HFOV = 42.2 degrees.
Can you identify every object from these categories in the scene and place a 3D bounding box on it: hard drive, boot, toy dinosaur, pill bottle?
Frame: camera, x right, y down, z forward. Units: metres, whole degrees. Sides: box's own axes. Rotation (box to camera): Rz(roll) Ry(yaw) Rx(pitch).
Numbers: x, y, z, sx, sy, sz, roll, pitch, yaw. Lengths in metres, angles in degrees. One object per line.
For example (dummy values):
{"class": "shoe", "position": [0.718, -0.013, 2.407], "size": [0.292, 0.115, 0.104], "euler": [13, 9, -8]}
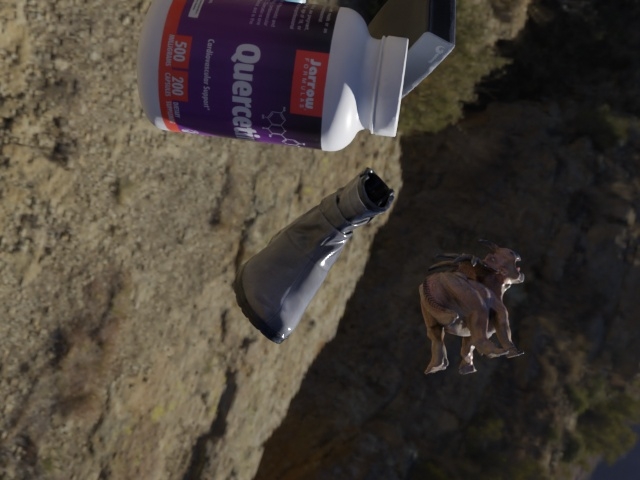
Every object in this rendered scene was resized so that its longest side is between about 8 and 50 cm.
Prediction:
{"class": "hard drive", "position": [0.130, -0.320, 1.338], "size": [0.255, 0.054, 0.171], "euler": [145, -46, -59]}
{"class": "boot", "position": [0.000, 0.000, 1.263], "size": [0.118, 0.223, 0.338], "euler": [45, 25, -15]}
{"class": "toy dinosaur", "position": [0.207, 0.087, 1.229], "size": [0.296, 0.127, 0.200], "euler": [13, 59, -57]}
{"class": "pill bottle", "position": [-0.057, -0.214, 1.058], "size": [0.181, 0.323, 0.181], "euler": [8, 90, -85]}

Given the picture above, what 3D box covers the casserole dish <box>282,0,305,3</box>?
{"class": "casserole dish", "position": [-0.052, -0.365, 1.150], "size": [0.188, 0.037, 0.114], "euler": [-140, -130, -70]}
